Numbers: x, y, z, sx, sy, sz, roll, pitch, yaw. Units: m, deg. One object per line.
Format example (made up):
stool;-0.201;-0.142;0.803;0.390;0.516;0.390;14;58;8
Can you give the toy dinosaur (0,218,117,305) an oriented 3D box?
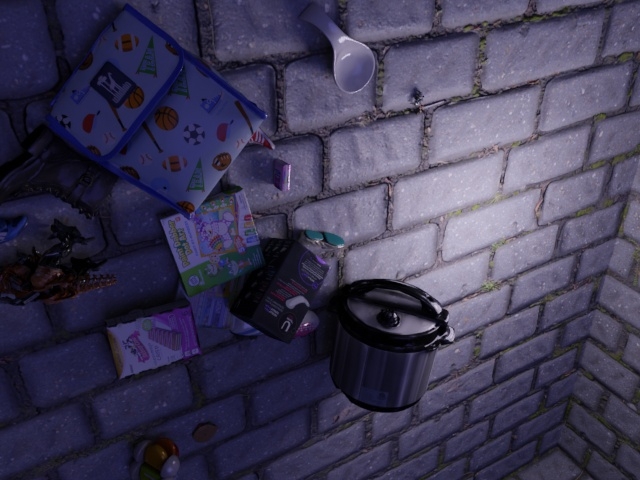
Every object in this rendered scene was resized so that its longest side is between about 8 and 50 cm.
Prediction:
toy dinosaur;-0.632;0.089;1.382;0.322;0.218;0.164;19;130;3

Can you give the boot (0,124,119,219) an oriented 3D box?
boot;-0.623;-0.118;1.357;0.263;0.091;0.229;-48;131;-2

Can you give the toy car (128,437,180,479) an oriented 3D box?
toy car;-0.532;0.735;1.915;0.136;0.159;0.181;-30;142;-64

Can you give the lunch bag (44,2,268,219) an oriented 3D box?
lunch bag;-0.373;-0.290;1.330;0.386;0.239;0.327;37;95;-25

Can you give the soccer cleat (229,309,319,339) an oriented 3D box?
soccer cleat;-0.137;0.240;1.869;0.332;0.116;0.143;0;117;-32

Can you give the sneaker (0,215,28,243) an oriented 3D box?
sneaker;-0.758;-0.025;1.352;0.144;0.053;0.059;-30;127;-16

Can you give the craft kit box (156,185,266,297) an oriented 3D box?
craft kit box;-0.301;0.002;1.632;0.247;0.061;0.249;-22;115;-17

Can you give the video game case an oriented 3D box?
video game case;-0.330;0.159;1.714;0.194;0.023;0.212;8;100;-27

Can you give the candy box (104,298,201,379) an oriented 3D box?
candy box;-0.466;0.273;1.621;0.234;0.071;0.159;-15;104;-21

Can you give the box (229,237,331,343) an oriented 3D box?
box;-0.120;0.146;1.737;0.165;0.143;0.270;39;71;-30

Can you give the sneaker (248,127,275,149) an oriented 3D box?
sneaker;-0.180;-0.274;1.580;0.067;0.042;0.118;-48;124;-4

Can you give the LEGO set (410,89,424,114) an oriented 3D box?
LEGO set;0.311;-0.433;1.812;0.054;0.023;0.083;-44;131;-3

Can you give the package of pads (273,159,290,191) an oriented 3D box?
package of pads;-0.112;-0.188;1.670;0.032;0.050;0.083;-15;124;-32

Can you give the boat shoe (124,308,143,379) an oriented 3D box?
boat shoe;-0.541;0.303;1.677;0.078;0.070;0.219;3;115;-34

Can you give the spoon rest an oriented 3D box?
spoon rest;0.054;-0.511;1.561;0.137;0.084;0.276;-48;131;1

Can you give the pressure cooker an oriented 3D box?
pressure cooker;0.233;0.328;1.992;0.370;0.375;0.420;-8;122;-25

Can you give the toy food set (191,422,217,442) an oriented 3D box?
toy food set;-0.405;0.671;2.021;0.083;0.020;0.082;-44;131;-2

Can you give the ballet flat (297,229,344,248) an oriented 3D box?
ballet flat;0.000;0.000;1.866;0.168;0.057;0.052;14;136;-34
